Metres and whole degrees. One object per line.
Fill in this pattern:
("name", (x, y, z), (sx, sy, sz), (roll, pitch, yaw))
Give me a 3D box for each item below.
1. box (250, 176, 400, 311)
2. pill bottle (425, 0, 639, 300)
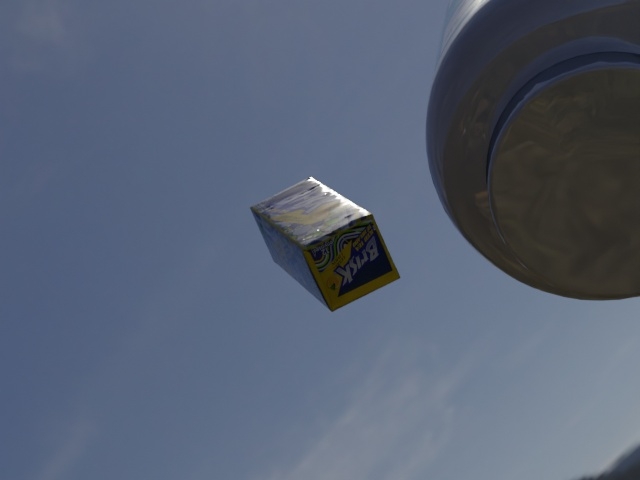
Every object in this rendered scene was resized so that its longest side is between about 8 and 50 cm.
("box", (0.000, 0.000, 1.143), (0.059, 0.054, 0.169), (-26, 18, -9))
("pill bottle", (0.122, -0.064, 0.681), (0.146, 0.146, 0.264), (-49, 8, 20))
